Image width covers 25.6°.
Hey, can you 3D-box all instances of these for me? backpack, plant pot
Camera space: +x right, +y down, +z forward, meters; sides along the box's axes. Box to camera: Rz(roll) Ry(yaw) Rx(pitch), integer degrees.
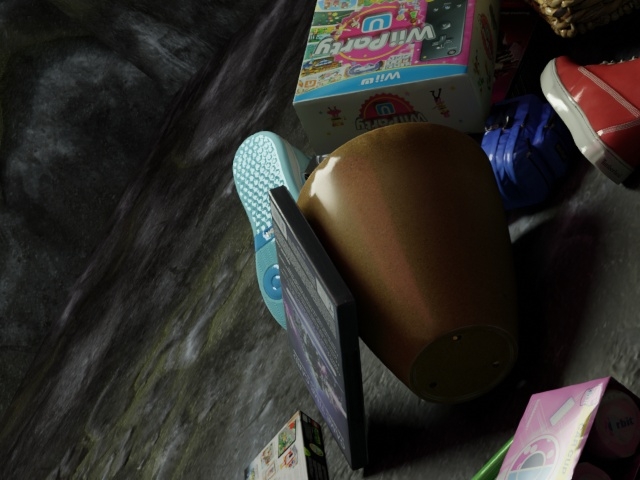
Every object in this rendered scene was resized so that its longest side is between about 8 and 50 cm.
[{"bbox_3d":[0.237,-0.102,1.646,0.101,0.098,0.120,-11,41,43],"label":"backpack"},{"bbox_3d":[0.112,0.043,1.510,0.237,0.237,0.254,-45,38,24],"label":"plant pot"}]

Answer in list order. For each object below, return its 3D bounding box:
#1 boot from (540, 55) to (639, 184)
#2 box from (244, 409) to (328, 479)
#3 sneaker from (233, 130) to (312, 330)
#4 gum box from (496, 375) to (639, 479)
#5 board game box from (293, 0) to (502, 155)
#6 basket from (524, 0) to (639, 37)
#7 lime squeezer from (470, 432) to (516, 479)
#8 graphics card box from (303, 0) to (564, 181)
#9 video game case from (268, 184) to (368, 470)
[{"bbox_3d":[0.343,-0.182,1.557,0.176,0.088,0.244,-47,25,16],"label":"boot"},{"bbox_3d":[-0.042,0.299,1.694,0.114,0.036,0.207,-49,17,14],"label":"box"},{"bbox_3d":[0.000,0.000,2.062,0.127,0.208,0.319,-27,64,31],"label":"sneaker"},{"bbox_3d":[0.198,0.214,1.182,0.107,0.062,0.188,-26,32,57],"label":"gum box"},{"bbox_3d":[0.105,-0.253,1.788,0.224,0.097,0.303,-7,44,19],"label":"board game box"},{"bbox_3d":[0.319,-0.423,1.752,0.213,0.223,0.299,-24,27,2],"label":"basket"},{"bbox_3d":[0.083,0.284,1.363,0.310,0.059,0.110,-44,19,30],"label":"lime squeezer"},{"bbox_3d":[0.153,-0.177,1.828,0.232,0.094,0.371,4,49,28],"label":"graphics card box"},{"bbox_3d":[-0.001,0.100,1.563,0.026,0.274,0.196,-20,46,-13],"label":"video game case"}]
